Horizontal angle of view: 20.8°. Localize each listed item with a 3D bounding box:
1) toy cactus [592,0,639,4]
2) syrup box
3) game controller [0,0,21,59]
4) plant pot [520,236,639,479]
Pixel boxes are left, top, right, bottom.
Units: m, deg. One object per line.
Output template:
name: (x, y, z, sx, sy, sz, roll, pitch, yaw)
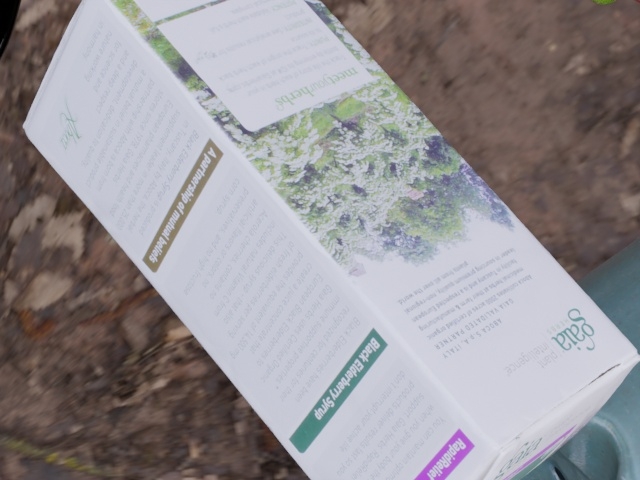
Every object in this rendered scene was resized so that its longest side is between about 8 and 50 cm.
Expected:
toy cactus: (0.177, -0.272, 1.253, 0.112, 0.180, 0.219, -11, 97, -46)
syrup box: (0.000, 0.000, 0.679, 0.093, 0.096, 0.237, -27, 71, -42)
game controller: (-0.187, -0.222, 0.754, 0.166, 0.067, 0.319, 11, 104, -22)
plant pot: (0.296, 0.099, 1.100, 0.334, 0.341, 0.341, -28, 89, -14)
